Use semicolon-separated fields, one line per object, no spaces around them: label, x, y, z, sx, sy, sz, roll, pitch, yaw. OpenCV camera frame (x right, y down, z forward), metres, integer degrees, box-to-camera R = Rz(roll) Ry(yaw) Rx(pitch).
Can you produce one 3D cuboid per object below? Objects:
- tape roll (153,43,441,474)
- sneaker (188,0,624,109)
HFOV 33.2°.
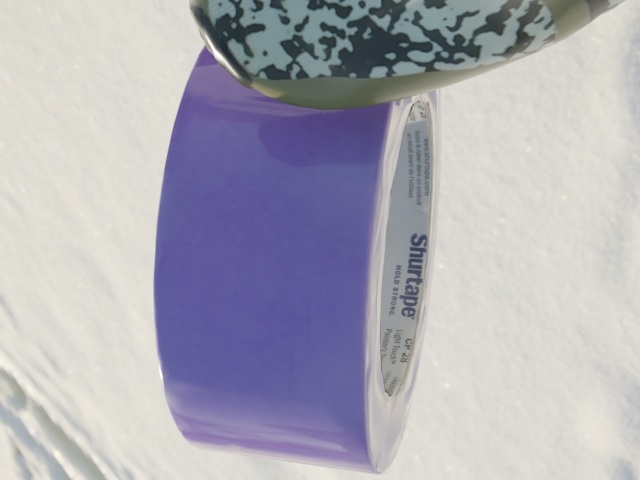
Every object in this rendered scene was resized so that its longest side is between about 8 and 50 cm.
tape roll;0.000;0.000;0.459;0.080;0.189;0.189;5;124;13
sneaker;0.111;-0.129;0.219;0.410;0.182;0.158;-26;112;31
